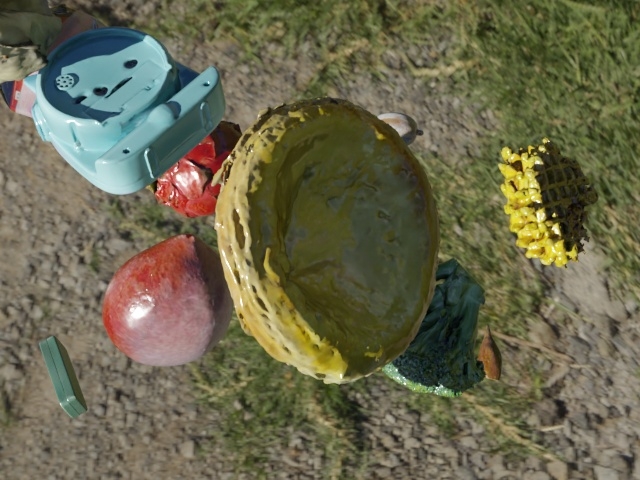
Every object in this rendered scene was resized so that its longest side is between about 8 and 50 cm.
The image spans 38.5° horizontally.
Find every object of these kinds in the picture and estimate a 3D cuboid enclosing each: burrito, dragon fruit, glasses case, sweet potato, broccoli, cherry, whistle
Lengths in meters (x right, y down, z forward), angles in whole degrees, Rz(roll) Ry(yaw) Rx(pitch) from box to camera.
[{"bbox_3d":[-0.449,-0.275,1.059,0.190,0.332,0.135,-9,86,8],"label":"burrito"},{"bbox_3d":[-0.205,-0.127,1.580,0.209,0.172,0.172,-38,57,-24],"label":"dragon fruit"},{"bbox_3d":[-0.574,0.303,2.048,0.039,0.078,0.184,-27,54,-7],"label":"glasses case"},{"bbox_3d":[0.338,0.226,1.840,0.049,0.049,0.117,-9,70,26],"label":"sweet potato"},{"bbox_3d":[0.194,0.150,1.637,0.241,0.261,0.269,-49,28,11],"label":"broccoli"},{"bbox_3d":[-0.256,0.110,1.613,0.239,0.239,0.206,-16,67,24],"label":"cherry"},{"bbox_3d":[0.126,-0.254,2.084,0.220,0.107,0.057,9,67,-3],"label":"whistle"}]

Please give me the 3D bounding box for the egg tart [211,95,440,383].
[{"bbox_3d":[0.000,0.000,0.980,0.120,0.315,0.315,-9,73,49],"label":"egg tart"}]

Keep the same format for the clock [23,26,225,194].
[{"bbox_3d":[-0.290,-0.201,1.276,0.274,0.094,0.223,33,63,21],"label":"clock"}]

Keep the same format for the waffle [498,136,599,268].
[{"bbox_3d":[0.363,-0.058,1.433,0.070,0.197,0.193,-20,58,48],"label":"waffle"}]

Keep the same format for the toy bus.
[{"bbox_3d":[-0.497,-0.341,1.739,0.147,0.302,0.127,18,122,-3],"label":"toy bus"}]
